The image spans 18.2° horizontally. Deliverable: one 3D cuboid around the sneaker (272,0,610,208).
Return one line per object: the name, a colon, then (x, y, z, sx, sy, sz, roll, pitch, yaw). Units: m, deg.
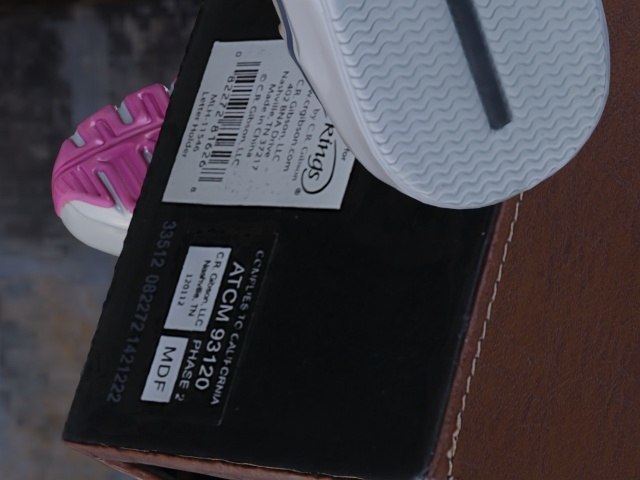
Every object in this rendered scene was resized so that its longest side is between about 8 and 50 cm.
sneaker: (-0.007, -0.122, 0.419, 0.091, 0.094, 0.258, 51, -18, 50)

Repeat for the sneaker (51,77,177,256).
sneaker: (0.000, 0.000, 0.908, 0.103, 0.252, 0.111, -103, -155, -47)

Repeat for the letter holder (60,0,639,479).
letter holder: (0.075, -0.032, 0.695, 0.214, 0.152, 0.301, 33, 67, -45)
